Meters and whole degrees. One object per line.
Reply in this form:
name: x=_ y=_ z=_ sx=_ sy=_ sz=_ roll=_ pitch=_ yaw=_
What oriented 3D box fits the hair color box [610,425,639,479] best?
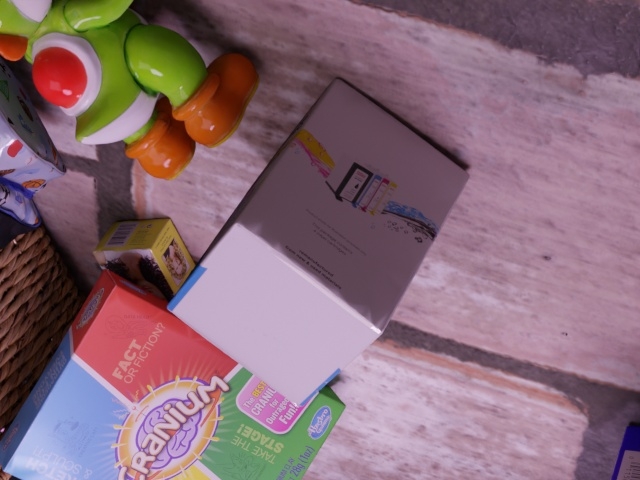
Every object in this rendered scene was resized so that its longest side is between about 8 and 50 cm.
hair color box: x=0.371 y=0.387 z=1.740 sx=0.110 sy=0.185 sz=0.339 roll=8 pitch=134 yaw=21

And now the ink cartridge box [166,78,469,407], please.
ink cartridge box: x=0.000 y=0.000 z=1.536 sx=0.168 sy=0.232 sz=0.171 roll=37 pitch=138 yaw=-5

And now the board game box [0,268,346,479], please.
board game box: x=-0.165 y=0.210 z=1.790 sx=0.316 sy=0.242 sz=0.064 roll=29 pitch=-176 yaw=-24

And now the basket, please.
basket: x=-0.431 y=0.128 z=1.852 sx=0.213 sy=0.299 sz=0.223 roll=-3 pitch=129 yaw=32

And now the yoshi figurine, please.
yoshi figurine: x=-0.241 y=-0.227 z=1.538 sx=0.362 sy=0.203 sz=0.203 roll=34 pitch=-179 yaw=-25

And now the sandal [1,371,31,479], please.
sandal: x=-0.498 y=0.210 z=2.062 sx=0.446 sy=0.107 sz=0.167 roll=18 pitch=95 yaw=14

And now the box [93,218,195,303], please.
box: x=-0.170 y=0.082 z=1.843 sx=0.087 sy=0.058 sz=0.232 roll=-4 pitch=129 yaw=32

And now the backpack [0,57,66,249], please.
backpack: x=-0.404 y=-0.113 z=1.632 sx=0.263 sy=0.213 sz=0.276 roll=50 pitch=175 yaw=9
